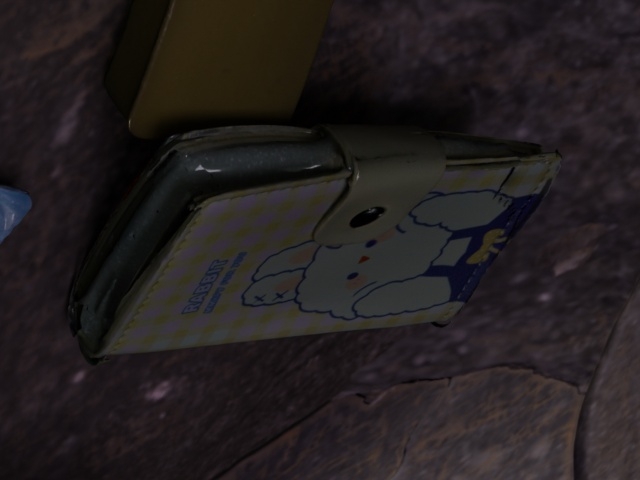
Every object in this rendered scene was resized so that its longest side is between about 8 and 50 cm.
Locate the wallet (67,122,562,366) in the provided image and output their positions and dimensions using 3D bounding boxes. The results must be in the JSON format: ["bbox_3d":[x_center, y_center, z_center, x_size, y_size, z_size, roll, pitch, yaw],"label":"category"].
[{"bbox_3d":[0.000,0.000,1.371,0.309,0.077,0.223,-5,145,-33],"label":"wallet"}]

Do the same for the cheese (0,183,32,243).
[{"bbox_3d":[-0.285,0.058,1.268,0.135,0.052,0.244,16,111,-43],"label":"cheese"}]

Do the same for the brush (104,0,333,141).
[{"bbox_3d":[-0.057,-0.158,1.259,0.123,0.059,0.197,-1,123,-38],"label":"brush"}]
